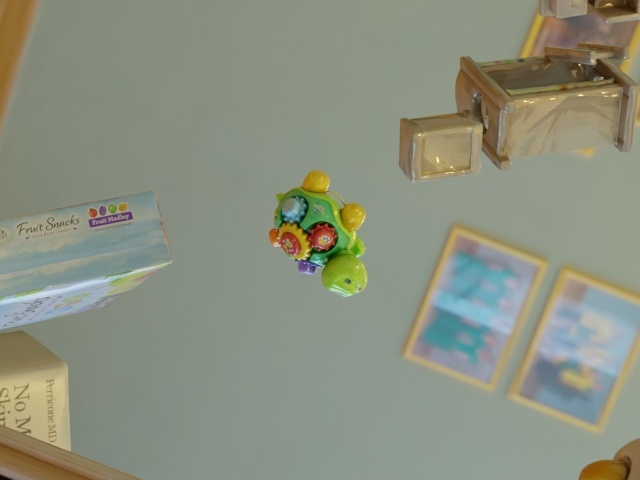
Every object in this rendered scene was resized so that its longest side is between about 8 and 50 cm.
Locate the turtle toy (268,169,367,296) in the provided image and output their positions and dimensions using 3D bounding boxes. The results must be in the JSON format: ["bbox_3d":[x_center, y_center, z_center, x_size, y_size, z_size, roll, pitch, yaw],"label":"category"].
[{"bbox_3d":[0.000,0.000,1.586,0.066,0.130,0.095,-36,163,-38],"label":"turtle toy"}]

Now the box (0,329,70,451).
[{"bbox_3d":[-0.318,0.143,1.128,0.094,0.275,0.113,23,-63,57],"label":"box"}]

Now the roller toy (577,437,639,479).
[{"bbox_3d":[0.396,0.291,1.715,0.209,0.191,0.146,-13,-129,39],"label":"roller toy"}]

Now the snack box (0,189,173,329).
[{"bbox_3d":[-0.240,0.026,1.362,0.207,0.175,0.070,-32,-108,63],"label":"snack box"}]

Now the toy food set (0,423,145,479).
[{"bbox_3d":[-0.178,0.221,0.951,0.092,0.306,0.219,-47,144,-41],"label":"toy food set"}]

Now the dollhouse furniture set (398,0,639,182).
[{"bbox_3d":[0.140,-0.148,1.222,0.101,0.182,0.160,-123,-151,-56],"label":"dollhouse furniture set"}]
